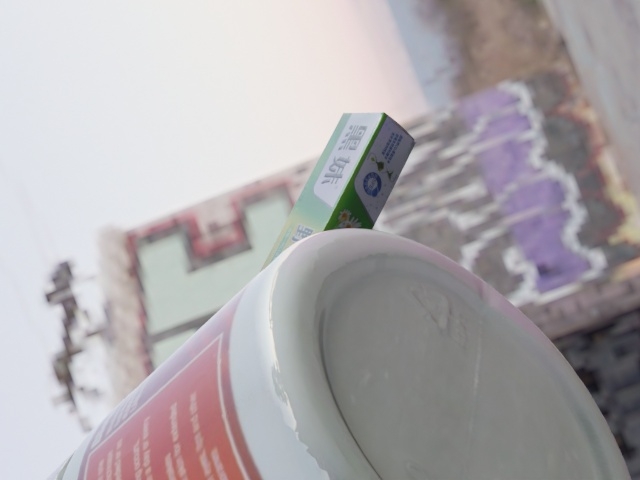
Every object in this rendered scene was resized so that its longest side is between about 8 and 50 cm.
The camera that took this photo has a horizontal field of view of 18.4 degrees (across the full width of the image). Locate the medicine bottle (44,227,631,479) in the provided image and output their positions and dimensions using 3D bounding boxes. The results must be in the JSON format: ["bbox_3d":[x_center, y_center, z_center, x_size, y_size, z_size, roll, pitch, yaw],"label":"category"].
[{"bbox_3d":[0.003,0.156,1.030,0.252,0.241,0.252,32,-146,-25],"label":"medicine bottle"}]

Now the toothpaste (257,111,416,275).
[{"bbox_3d":[0.000,0.000,1.258,0.037,0.043,0.178,39,-111,-32],"label":"toothpaste"}]
